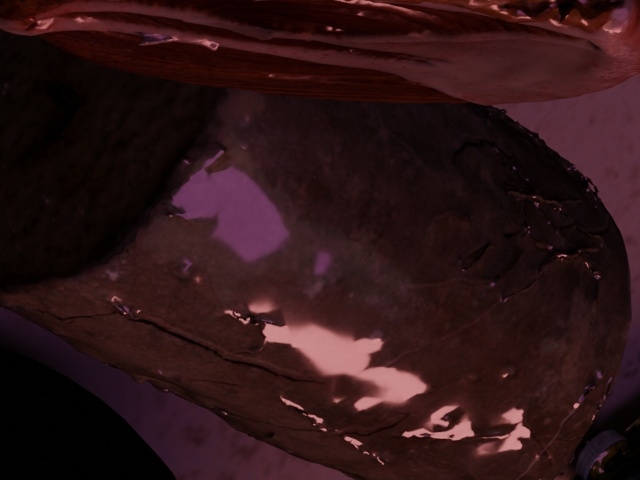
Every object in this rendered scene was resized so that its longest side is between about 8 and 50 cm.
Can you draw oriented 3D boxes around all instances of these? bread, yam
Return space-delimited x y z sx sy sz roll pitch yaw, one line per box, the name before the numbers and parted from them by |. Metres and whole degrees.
bread | 0.004 -0.076 0.370 0.160 0.160 0.073 6 85 -35
yam | 0.000 0.000 0.544 0.254 0.154 0.154 31 98 -39

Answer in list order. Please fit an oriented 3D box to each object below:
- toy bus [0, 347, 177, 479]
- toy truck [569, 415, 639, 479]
toy bus | -0.191 0.130 0.438 0.162 0.171 0.386 -52 154 18
toy truck | 0.204 0.103 0.792 0.169 0.077 0.100 -40 145 -11
